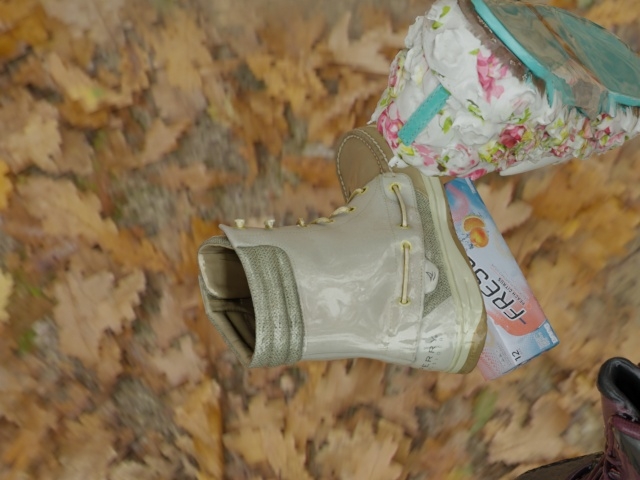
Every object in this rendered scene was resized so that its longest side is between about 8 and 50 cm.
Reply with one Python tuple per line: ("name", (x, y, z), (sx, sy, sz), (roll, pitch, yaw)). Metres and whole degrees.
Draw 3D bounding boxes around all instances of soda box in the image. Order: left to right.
("soda box", (0.145, 0.035, 1.673), (0.058, 0.063, 0.183), (-25, 83, -30))

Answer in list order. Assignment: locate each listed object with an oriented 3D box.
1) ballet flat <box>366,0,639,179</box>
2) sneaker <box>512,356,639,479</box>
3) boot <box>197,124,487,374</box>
("ballet flat", (0.084, -0.065, 0.798), (0.077, 0.241, 0.091), (-46, 73, 19))
("sneaker", (0.192, 0.133, 1.128), (0.162, 0.281, 0.106), (51, 57, -24))
("boot", (0.000, 0.000, 1.153), (0.165, 0.077, 0.213), (0, 43, -21))
